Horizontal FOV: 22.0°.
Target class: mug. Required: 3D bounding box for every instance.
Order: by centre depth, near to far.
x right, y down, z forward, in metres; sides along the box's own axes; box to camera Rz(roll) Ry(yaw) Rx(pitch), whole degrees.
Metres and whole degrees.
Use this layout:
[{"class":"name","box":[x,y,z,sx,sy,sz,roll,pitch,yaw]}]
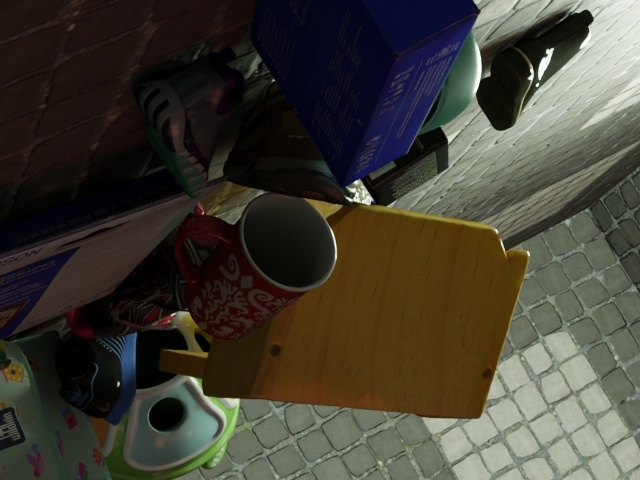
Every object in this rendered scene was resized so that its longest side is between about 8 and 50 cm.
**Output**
[{"class":"mug","box":[0.102,-0.179,1.619,0.158,0.129,0.097,-38,171,39]},{"class":"mug","box":[-0.084,0.022,1.765,0.113,0.150,0.169,-50,-175,-37]}]

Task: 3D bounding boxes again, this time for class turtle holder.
[{"class":"turtle holder","box":[-0.210,0.209,2.338,0.320,0.243,0.227,2,150,-3]}]

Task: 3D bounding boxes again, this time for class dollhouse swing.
[{"class":"dollhouse swing","box":[0.008,0.078,2.060,0.347,0.315,0.305,9,-168,-34]}]

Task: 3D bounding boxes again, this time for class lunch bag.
[{"class":"lunch bag","box":[-0.392,0.239,2.014,0.160,0.223,0.262,-22,174,17]}]

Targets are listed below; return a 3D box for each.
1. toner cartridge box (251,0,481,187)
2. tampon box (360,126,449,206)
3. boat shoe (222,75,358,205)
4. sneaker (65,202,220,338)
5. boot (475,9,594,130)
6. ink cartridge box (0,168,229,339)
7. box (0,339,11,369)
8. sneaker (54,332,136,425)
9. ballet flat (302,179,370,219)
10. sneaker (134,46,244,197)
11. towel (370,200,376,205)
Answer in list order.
[{"class":"toner cartridge box","box":[0.025,-0.170,1.318,0.075,0.165,0.348,-28,171,-12]},{"class":"tampon box","box":[0.075,-0.120,1.877,0.101,0.120,0.161,-31,171,-1]},{"class":"boat shoe","box":[-0.019,-0.104,1.636,0.122,0.120,0.324,9,-178,-13]},{"class":"sneaker","box":[-0.201,0.051,1.947,0.112,0.121,0.299,-19,167,-36]},{"class":"boot","box":[0.287,-0.222,2.170,0.137,0.077,0.198,-33,173,-14]},{"class":"ink cartridge box","box":[-0.285,0.018,1.678,0.303,0.072,0.307,-22,165,-38]},{"class":"box","box":[-0.417,0.141,1.823,0.105,0.043,0.179,-13,179,-30]},{"class":"sneaker","box":[-0.288,0.136,2.078,0.081,0.090,0.232,-51,-153,19]},{"class":"ballet flat","box":[0.001,0.021,2.161,0.147,0.147,0.409,-27,160,-19]},{"class":"sneaker","box":[-0.105,-0.107,1.518,0.098,0.083,0.224,-34,171,-8]},{"class":"towel","box":[0.000,0.000,2.482,0.227,0.076,0.308,-24,172,5]}]
